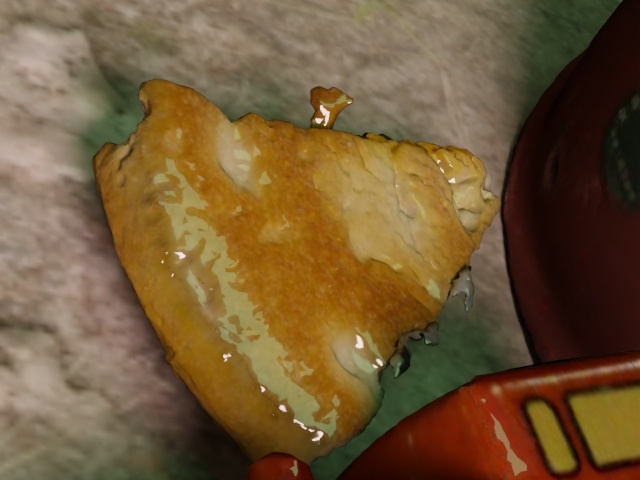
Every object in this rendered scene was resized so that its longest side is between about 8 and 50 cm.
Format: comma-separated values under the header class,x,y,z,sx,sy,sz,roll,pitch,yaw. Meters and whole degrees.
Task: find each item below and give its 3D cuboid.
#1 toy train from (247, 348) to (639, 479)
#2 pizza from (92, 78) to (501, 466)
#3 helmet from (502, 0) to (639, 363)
class,x,y,z,sx,sy,sz,roll,pitch,yaw
toy train,0.050,0.162,0.484,0.369,0.163,0.232,-5,61,-37
pizza,0.000,0.002,0.622,0.194,0.069,0.154,-21,74,-47
helmet,0.282,-0.049,0.660,0.384,0.230,0.338,-14,60,-14
